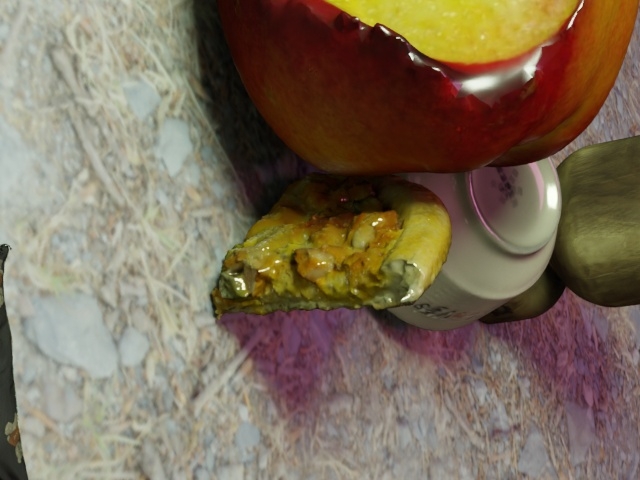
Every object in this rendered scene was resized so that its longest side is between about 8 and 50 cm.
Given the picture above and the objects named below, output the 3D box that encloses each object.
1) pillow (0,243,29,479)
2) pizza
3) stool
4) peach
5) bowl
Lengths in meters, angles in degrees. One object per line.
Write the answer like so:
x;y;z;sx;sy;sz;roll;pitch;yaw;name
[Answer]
-0.212;0.078;0.719;0.090;0.048;0.150;-1;85;-62;pillow
0.000;0.000;0.992;0.292;0.197;0.058;-125;-167;-70;pizza
0.289;-0.013;1.355;0.179;0.264;0.179;25;60;-53;stool
0.081;-0.218;1.023;0.310;0.335;0.406;83;-7;-66;peach
0.140;-0.037;1.193;0.237;0.126;0.238;10;73;-37;bowl
